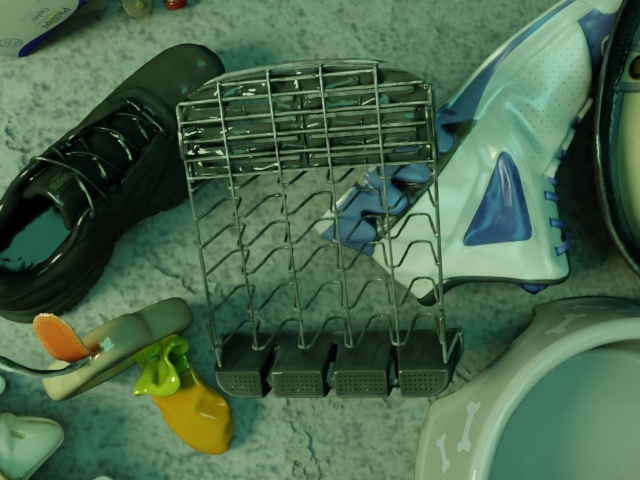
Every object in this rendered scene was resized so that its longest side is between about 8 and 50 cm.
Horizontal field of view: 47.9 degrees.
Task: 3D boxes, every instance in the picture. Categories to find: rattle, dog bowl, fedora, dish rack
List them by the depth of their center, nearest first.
[{"bbox_3d":[-0.142,0.118,0.533,0.130,0.199,0.142,-15,85,-7],"label":"rattle"},{"bbox_3d":[0.000,0.000,0.550,0.209,0.074,0.271,-3,109,10],"label":"dish rack"},{"bbox_3d":[0.368,-0.106,0.575,0.334,0.153,0.333,-6,101,-33],"label":"fedora"},{"bbox_3d":[0.260,0.218,0.611,0.349,0.102,0.348,1,83,-5],"label":"dog bowl"}]

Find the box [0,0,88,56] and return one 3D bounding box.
[{"bbox_3d":[-0.262,-0.241,0.594,0.072,0.126,0.137,-6,83,-47],"label":"box"}]

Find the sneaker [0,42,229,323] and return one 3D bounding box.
[{"bbox_3d":[-0.174,-0.051,0.585,0.109,0.130,0.286,36,81,1],"label":"sneaker"}]

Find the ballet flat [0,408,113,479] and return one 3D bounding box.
[{"bbox_3d":[-0.228,0.209,0.575,0.106,0.107,0.316,-43,96,-21],"label":"ballet flat"}]

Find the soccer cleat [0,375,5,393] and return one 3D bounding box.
[{"bbox_3d":[-0.308,0.125,0.599,0.083,0.035,0.029,-2,84,-5],"label":"soccer cleat"}]

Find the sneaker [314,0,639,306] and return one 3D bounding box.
[{"bbox_3d":[0.167,-0.056,0.630,0.315,0.127,0.182,-43,93,-1],"label":"sneaker"}]

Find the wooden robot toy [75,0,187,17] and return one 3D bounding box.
[{"bbox_3d":[-0.153,-0.258,0.655,0.173,0.076,0.079,-31,52,-8],"label":"wooden robot toy"}]
